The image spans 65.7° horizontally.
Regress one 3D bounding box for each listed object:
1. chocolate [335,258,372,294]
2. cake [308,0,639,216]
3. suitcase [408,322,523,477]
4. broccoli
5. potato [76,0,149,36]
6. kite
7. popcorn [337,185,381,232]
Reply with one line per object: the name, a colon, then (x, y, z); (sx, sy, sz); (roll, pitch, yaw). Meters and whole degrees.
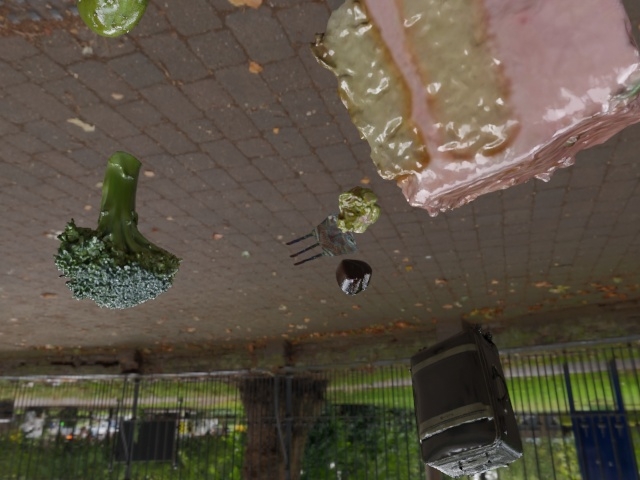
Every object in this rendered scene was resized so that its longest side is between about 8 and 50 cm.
chocolate: (0.121, 0.109, 1.725); (0.148, 0.125, 0.080); (-19, 146, -44)
cake: (0.220, -0.208, 0.627); (0.306, 0.293, 0.314); (-28, 172, 34)
suitcase: (0.429, 0.476, 1.503); (0.283, 0.434, 0.194); (-34, 126, 31)
broccoli: (-0.518, -0.005, 1.348); (0.274, 0.397, 0.353); (0, 138, -13)
potato: (-0.537, -0.640, 1.293); (0.253, 0.186, 0.148); (-2, -160, 41)
kite: (-0.002, 0.001, 1.319); (0.229, 0.127, 0.016); (-19, 163, -38)
popcorn: (0.077, -0.067, 1.093); (0.089, 0.097, 0.109); (-16, 148, -23)
